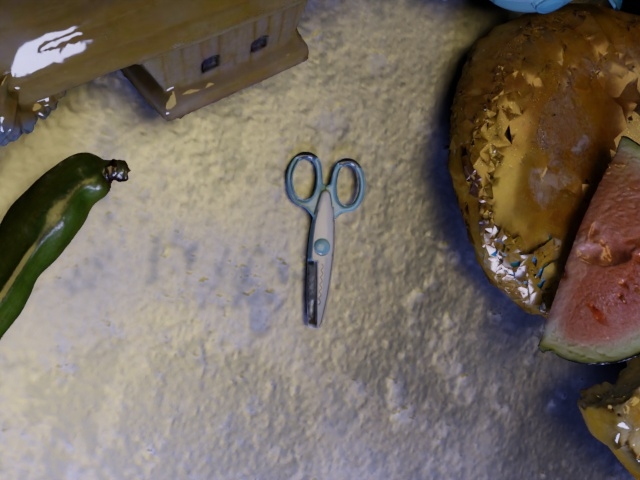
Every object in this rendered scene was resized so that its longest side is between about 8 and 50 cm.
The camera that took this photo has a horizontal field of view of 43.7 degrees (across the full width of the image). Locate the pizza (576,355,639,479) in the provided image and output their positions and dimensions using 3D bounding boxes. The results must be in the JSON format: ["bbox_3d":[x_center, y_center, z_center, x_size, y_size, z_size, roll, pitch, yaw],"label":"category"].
[{"bbox_3d":[0.352,0.127,0.661,0.324,0.089,0.223,26,85,-24],"label":"pizza"}]

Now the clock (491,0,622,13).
[{"bbox_3d":[0.156,-0.211,0.569,0.147,0.045,0.108,15,80,0],"label":"clock"}]

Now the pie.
[{"bbox_3d":[0.211,-0.052,0.609,0.274,0.069,0.273,-1,92,-19],"label":"pie"}]

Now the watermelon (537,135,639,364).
[{"bbox_3d":[0.226,0.020,0.563,0.069,0.087,0.163,23,90,-61],"label":"watermelon"}]

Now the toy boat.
[{"bbox_3d":[-0.058,-0.143,0.457,0.321,0.089,0.121,-27,143,-22],"label":"toy boat"}]

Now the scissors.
[{"bbox_3d":[0.000,0.000,0.541,0.058,0.014,0.119,8,83,-20],"label":"scissors"}]

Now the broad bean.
[{"bbox_3d":[-0.188,0.057,0.436,0.053,0.052,0.256,28,78,2],"label":"broad bean"}]
